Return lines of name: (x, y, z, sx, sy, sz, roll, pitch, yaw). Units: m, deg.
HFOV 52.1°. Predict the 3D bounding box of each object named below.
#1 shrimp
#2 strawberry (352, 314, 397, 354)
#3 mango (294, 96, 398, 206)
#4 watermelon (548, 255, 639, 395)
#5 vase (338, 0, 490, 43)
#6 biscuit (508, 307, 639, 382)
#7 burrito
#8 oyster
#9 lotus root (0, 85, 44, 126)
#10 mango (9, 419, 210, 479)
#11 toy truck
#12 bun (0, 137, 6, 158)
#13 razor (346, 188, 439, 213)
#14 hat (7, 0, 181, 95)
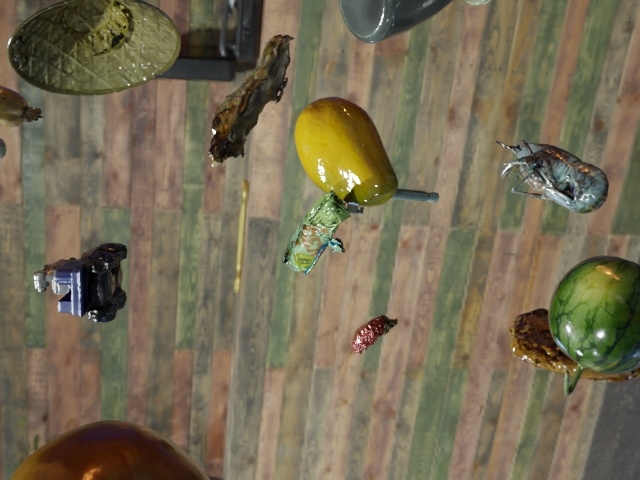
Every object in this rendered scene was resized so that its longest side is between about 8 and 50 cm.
shrimp: (0.522, -0.167, 1.577, 0.372, 0.172, 0.137, 30, 110, 54)
strawberry: (0.105, 0.196, 1.385, 0.048, 0.104, 0.152, 54, 142, 8)
mango: (0.045, -0.173, 1.267, 0.317, 0.119, 0.176, 51, 124, 36)
watermelon: (0.354, 0.111, 0.831, 0.187, 0.140, 0.141, -63, 15, 9)
vase: (0.209, -0.507, 1.309, 0.173, 0.321, 0.173, 42, 142, 44)
biscuit: (0.564, 0.216, 1.439, 0.334, 0.289, 0.081, -50, -35, -74)
burrito: (0.000, 0.000, 1.279, 0.054, 0.104, 0.288, -54, -2, -35)
oyster: (-0.117, -0.235, 1.077, 0.129, 0.078, 0.345, 117, 178, -48)
lotus root: (-0.586, -0.250, 1.204, 0.063, 0.151, 0.072, 122, 163, -49)
mango: (-0.170, 0.292, 0.564, 0.173, 0.211, 0.317, -44, -29, -44)
toy truck: (-0.543, 0.092, 1.502, 0.213, 0.176, 0.161, -110, 22, -78)
bun: (-0.701, -0.192, 1.367, 0.083, 0.083, 0.045, 114, 151, -63)
razor: (0.168, -0.104, 1.489, 0.068, 0.232, 0.106, 10, 95, 63)
hat: (-0.200, -0.193, 0.574, 0.146, 0.146, 0.067, 122, 133, -69)
